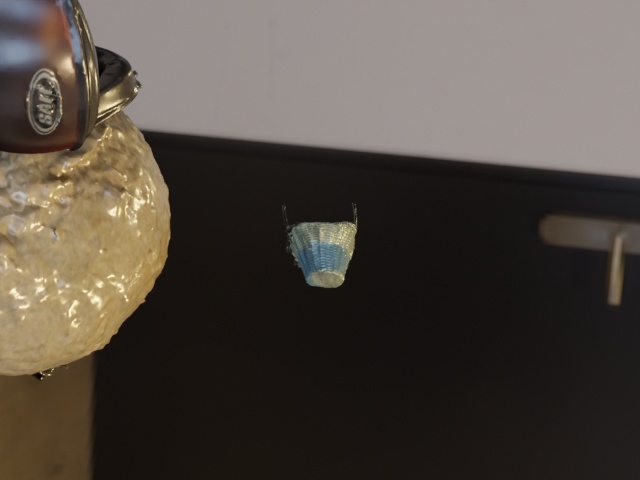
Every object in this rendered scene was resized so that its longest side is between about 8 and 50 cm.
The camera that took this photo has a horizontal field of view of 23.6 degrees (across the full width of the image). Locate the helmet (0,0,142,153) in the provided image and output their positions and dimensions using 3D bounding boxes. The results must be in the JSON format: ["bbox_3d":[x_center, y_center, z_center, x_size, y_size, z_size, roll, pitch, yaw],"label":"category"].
[{"bbox_3d":[-0.228,-0.166,1.183,0.216,0.193,0.189,-116,-156,-43],"label":"helmet"}]

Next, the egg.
[{"bbox_3d":[-0.268,-0.014,1.412,0.310,0.279,0.279,-73,162,-58],"label":"egg"}]

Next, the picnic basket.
[{"bbox_3d":[0.000,0.000,1.327,0.083,0.065,0.083,91,-2,-60],"label":"picnic basket"}]
